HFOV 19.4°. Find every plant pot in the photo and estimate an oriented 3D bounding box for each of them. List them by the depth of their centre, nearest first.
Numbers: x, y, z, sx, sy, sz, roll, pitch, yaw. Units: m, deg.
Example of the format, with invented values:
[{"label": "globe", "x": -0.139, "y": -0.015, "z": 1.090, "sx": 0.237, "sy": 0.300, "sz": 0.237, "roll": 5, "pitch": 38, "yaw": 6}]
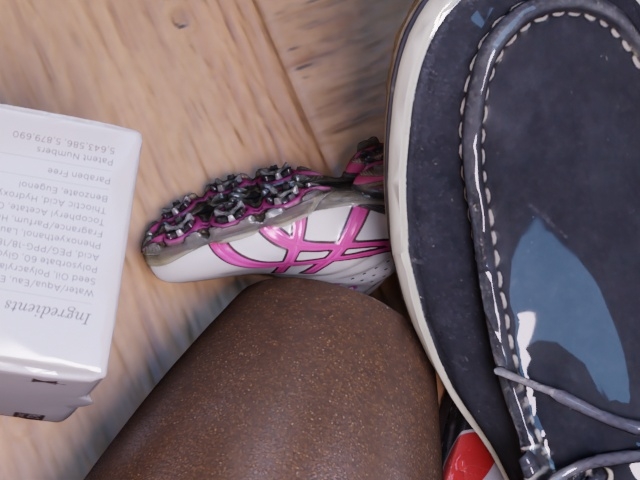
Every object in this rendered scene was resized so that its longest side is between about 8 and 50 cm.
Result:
[{"label": "plant pot", "x": -0.025, "y": 0.142, "z": 0.902, "sx": 0.215, "sy": 0.215, "sz": 0.230, "roll": 25, "pitch": 61, "yaw": -7}]

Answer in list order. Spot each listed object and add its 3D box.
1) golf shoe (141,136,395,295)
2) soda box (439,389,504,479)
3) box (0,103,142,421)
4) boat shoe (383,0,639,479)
[{"label": "golf shoe", "x": 0.000, "y": 0.000, "z": 0.990, "sx": 0.186, "sy": 0.067, "sz": 0.086, "roll": -14, "pitch": 113, "yaw": 0}, {"label": "soda box", "x": 0.083, "y": 0.129, "z": 0.988, "sx": 0.053, "sy": 0.060, "sz": 0.168, "roll": 21, "pitch": 76, "yaw": -10}, {"label": "box", "x": -0.189, "y": 0.008, "z": 0.887, "sx": 0.182, "sy": 0.181, "sz": 0.119, "roll": 10, "pitch": 77, "yaw": -11}, {"label": "boat shoe", "x": 0.166, "y": 0.096, "z": 0.893, "sx": 0.187, "sy": 0.156, "sz": 0.500, "roll": -20, "pitch": 102, "yaw": -18}]
